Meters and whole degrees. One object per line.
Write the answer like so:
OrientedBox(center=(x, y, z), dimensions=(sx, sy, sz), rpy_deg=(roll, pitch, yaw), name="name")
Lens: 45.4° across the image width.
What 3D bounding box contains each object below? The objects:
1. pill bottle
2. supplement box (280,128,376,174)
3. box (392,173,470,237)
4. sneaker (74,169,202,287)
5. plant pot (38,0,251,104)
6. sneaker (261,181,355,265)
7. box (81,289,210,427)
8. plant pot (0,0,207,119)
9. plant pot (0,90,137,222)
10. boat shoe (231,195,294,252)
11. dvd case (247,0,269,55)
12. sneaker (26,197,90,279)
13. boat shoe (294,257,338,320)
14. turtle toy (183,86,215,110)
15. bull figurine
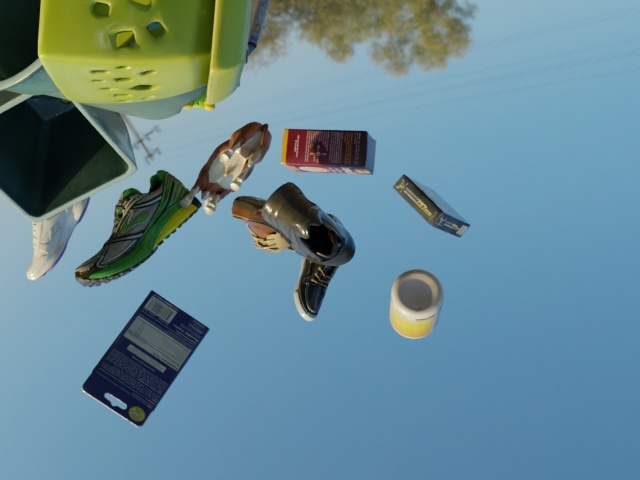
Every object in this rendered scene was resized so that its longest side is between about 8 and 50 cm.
OrientedBox(center=(0.219, 0.155, 1.769), dimensions=(0.117, 0.117, 0.215), rpy_deg=(-32, 158, -11), name="pill bottle")
OrientedBox(center=(0.019, -0.193, 1.672), dimensions=(0.188, 0.080, 0.104), rpy_deg=(4, 176, 15), name="supplement box")
OrientedBox(center=(0.340, -0.103, 2.330), dimensions=(0.059, 0.233, 0.183), rpy_deg=(-50, -120, 14), name="box")
OrientedBox(center=(-0.433, -0.025, 1.732), dimensions=(0.134, 0.146, 0.343), rpy_deg=(-21, -156, 52), name="sneaker")
OrientedBox(center=(-0.182, -0.272, 0.852), dimensions=(0.207, 0.227, 0.228), rpy_deg=(5, 179, -9), name="plant pot")
OrientedBox(center=(0.000, 0.000, 1.454), dimensions=(0.109, 0.286, 0.130), rpy_deg=(-51, -124, 4), name="sneaker")
OrientedBox(center=(-0.327, 0.222, 1.435), dimensions=(0.225, 0.136, 0.036), rpy_deg=(-57, -176, -25), name="box")
OrientedBox(center=(-0.349, -0.351, 1.186), dimensions=(0.341, 0.341, 0.334), rpy_deg=(-17, 166, 26), name="plant pot")
OrientedBox(center=(-0.526, -0.239, 1.480), dimensions=(0.247, 0.248, 0.252), rpy_deg=(-25, -135, 10), name="plant pot")
OrientedBox(center=(-0.105, -0.027, 1.841), dimensions=(0.123, 0.120, 0.324), rpy_deg=(18, -178, 29), name="boat shoe")
OrientedBox(center=(-0.142, -0.520, 1.705), dimensions=(0.180, 0.022, 0.253), rpy_deg=(169, -63, -69), name="dvd case")
OrientedBox(center=(-0.801, -0.034, 2.240), dimensions=(0.305, 0.152, 0.114), rpy_deg=(-65, -158, -5), name="sneaker")
OrientedBox(center=(-0.003, 0.081, 1.633), dimensions=(0.083, 0.065, 0.183), rpy_deg=(-33, -143, 35), name="boat shoe")
OrientedBox(center=(-0.279, -0.320, 1.613), dimensions=(0.130, 0.095, 0.066), rpy_deg=(-1, 179, -26), name="turtle toy")
OrientedBox(center=(-0.225, -0.154, 1.781), dimensions=(0.310, 0.101, 0.188), rpy_deg=(-47, -168, 38), name="bull figurine")
